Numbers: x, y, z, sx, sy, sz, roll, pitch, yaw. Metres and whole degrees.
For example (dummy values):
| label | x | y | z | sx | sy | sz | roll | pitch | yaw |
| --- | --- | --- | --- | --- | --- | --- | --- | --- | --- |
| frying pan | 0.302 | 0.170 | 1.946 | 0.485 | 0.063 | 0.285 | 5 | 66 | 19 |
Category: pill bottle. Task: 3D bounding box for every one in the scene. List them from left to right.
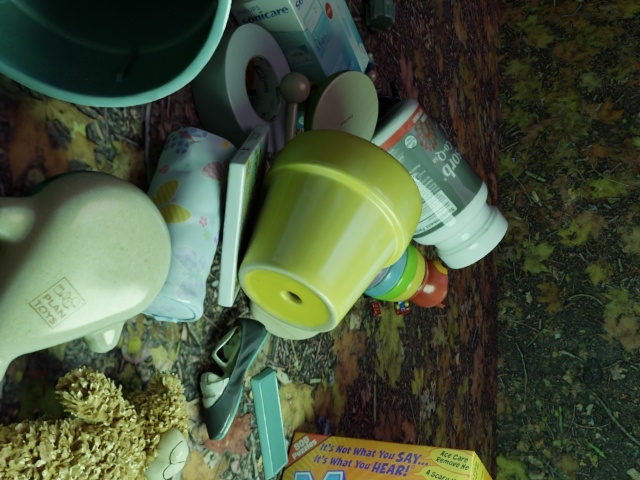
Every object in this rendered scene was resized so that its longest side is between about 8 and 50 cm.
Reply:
| label | x | y | z | sx | sy | sz | roll | pitch | yaw |
| --- | --- | --- | --- | --- | --- | --- | --- | --- | --- |
| pill bottle | 0.241 | -0.122 | 1.352 | 0.363 | 0.210 | 0.210 | 46 | 40 | -12 |

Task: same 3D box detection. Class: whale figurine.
| label | x | y | z | sx | sy | sz | roll | pitch | yaw |
| --- | --- | --- | --- | --- | --- | --- | --- | --- | --- |
| whale figurine | -0.298 | 0.040 | 0.651 | 0.272 | 0.141 | 0.216 | -46 | 130 | -24 |

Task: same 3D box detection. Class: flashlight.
| label | x | y | z | sx | sy | sz | roll | pitch | yaw |
| --- | --- | --- | --- | --- | --- | --- | --- | --- | --- |
| flashlight | 0.170 | -0.728 | 1.631 | 0.103 | 0.103 | 0.303 | 25 | 63 | -60 |

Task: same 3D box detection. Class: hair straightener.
| label | x | y | z | sx | sy | sz | roll | pitch | yaw |
| --- | --- | --- | --- | --- | --- | --- | --- | --- | --- |
| hair straightener | 0.249 | -0.381 | 1.791 | 0.230 | 0.047 | 0.089 | 66 | 33 | -32 |

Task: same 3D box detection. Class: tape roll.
| label | x | y | z | sx | sy | sz | roll | pitch | yaw |
| --- | --- | --- | --- | --- | --- | --- | --- | --- | --- |
| tape roll | -0.127 | -0.257 | 1.041 | 0.219 | 0.072 | 0.219 | 17 | 71 | -61 |

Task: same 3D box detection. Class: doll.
| label | x | y | z | sx | sy | sz | roll | pitch | yaw |
| --- | --- | --- | --- | --- | --- | --- | --- | --- | --- |
| doll | 0.083 | -0.459 | 1.443 | 0.046 | 0.129 | 0.189 | -40 | 123 | -3 |

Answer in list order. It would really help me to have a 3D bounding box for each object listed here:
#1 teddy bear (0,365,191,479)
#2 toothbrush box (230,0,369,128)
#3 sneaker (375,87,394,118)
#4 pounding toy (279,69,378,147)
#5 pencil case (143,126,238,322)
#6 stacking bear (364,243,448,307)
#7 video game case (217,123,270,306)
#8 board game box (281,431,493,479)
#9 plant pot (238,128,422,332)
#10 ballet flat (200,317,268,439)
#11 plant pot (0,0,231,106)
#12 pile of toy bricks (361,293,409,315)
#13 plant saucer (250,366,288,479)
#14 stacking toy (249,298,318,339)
| label | x | y | z | sx | sy | sz | roll | pitch | yaw |
| --- | --- | --- | --- | --- | --- | --- | --- | --- | --- |
| teddy bear | -0.264 | 0.259 | 0.674 | 0.338 | 0.113 | 0.245 | 31 | 62 | -57 |
| toothbrush box | -0.028 | -0.408 | 1.192 | 0.295 | 0.126 | 0.216 | 57 | 39 | -40 |
| sneaker | 0.105 | -0.314 | 1.387 | 0.281 | 0.163 | 0.106 | -47 | 127 | -54 |
| pounding toy | -0.008 | -0.232 | 1.113 | 0.237 | 0.110 | 0.182 | -15 | 121 | -44 |
| pencil case | -0.192 | -0.022 | 0.844 | 0.124 | 0.114 | 0.273 | 60 | 36 | -61 |
| stacking bear | 0.177 | 0.067 | 1.366 | 0.289 | 0.164 | 0.175 | 26 | 23 | -30 |
| video game case | -0.117 | -0.045 | 0.929 | 0.206 | 0.026 | 0.226 | -79 | 178 | -64 |
| board game box | 0.130 | 0.606 | 1.104 | 0.356 | 0.357 | 0.356 | 56 | 40 | -42 |
| plant pot | 0.000 | 0.000 | 0.927 | 0.239 | 0.254 | 0.254 | -62 | 139 | -31 |
| ballet flat | -0.150 | 0.209 | 0.951 | 0.074 | 0.074 | 0.203 | 56 | 46 | -43 |
| plant pot | -0.216 | -0.380 | 0.649 | 0.334 | 0.341 | 0.341 | -76 | 148 | -44 |
| pile of toy bricks | 0.146 | 0.087 | 1.504 | 0.105 | 0.118 | 0.212 | 147 | -72 | -83 |
| plant saucer | -0.090 | 0.332 | 1.090 | 0.067 | 0.018 | 0.191 | -19 | 104 | -61 |
| stacking toy | -0.024 | 0.027 | 1.157 | 0.330 | 0.141 | 0.141 | -71 | 145 | -48 |
